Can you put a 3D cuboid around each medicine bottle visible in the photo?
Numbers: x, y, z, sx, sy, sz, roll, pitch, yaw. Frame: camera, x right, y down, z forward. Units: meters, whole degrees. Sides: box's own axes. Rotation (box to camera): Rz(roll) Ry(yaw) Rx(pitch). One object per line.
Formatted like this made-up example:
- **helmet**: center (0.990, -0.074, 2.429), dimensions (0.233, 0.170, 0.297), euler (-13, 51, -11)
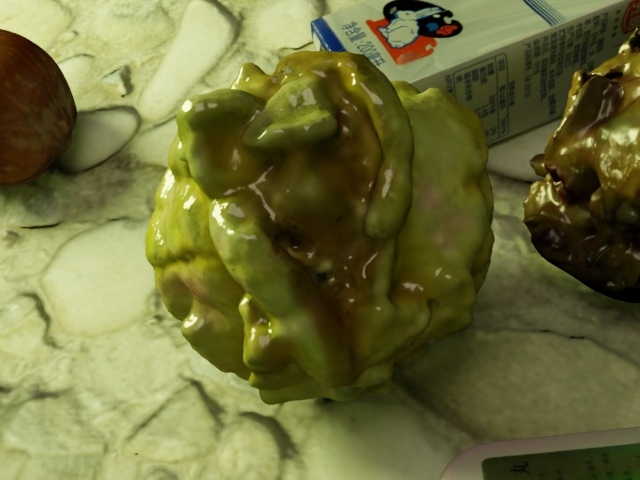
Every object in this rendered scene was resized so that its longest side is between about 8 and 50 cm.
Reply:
- **medicine bottle**: center (0.133, 0.172, 0.555), dimensions (0.219, 0.078, 0.115), euler (-8, 50, 7)

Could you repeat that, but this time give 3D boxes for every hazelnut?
- **hazelnut**: center (-0.291, -0.120, 0.883), dimensions (0.143, 0.143, 0.154), euler (-2, 33, 12)

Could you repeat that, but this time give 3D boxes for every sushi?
- **sushi**: center (0.259, -0.064, 0.671), dimensions (0.204, 0.213, 0.200), euler (15, 30, 8)

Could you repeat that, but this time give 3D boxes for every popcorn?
- **popcorn**: center (0.000, 0.000, 0.638), dimensions (0.259, 0.259, 0.212), euler (-12, 80, 3)

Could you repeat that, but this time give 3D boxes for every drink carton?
- **drink carton**: center (0.161, -0.172, 0.831), dimensions (0.315, 0.106, 0.130), euler (-22, 50, -6)
